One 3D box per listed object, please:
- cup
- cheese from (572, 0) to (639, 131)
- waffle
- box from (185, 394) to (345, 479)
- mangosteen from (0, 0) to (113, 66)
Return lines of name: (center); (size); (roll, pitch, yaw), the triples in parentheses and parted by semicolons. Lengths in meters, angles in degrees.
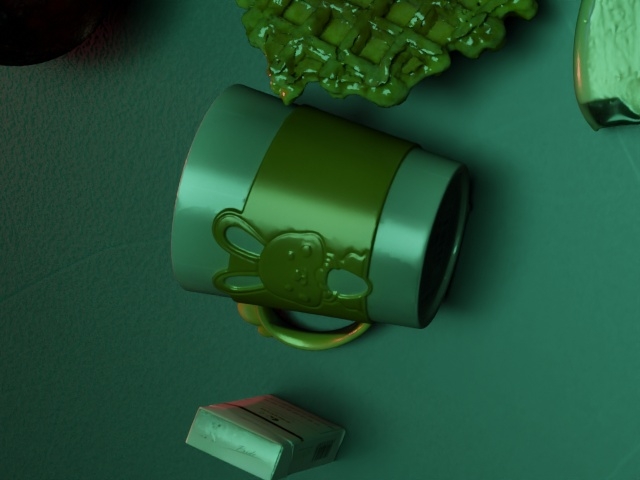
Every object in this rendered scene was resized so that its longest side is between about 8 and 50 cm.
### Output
cup: (0.000, 0.000, 1.641); (0.226, 0.185, 0.241); (14, 130, 15)
cheese: (0.262, -0.218, 1.573); (0.127, 0.054, 0.252); (-6, 90, 23)
waffle: (0.050, -0.239, 1.620); (0.291, 0.051, 0.291); (-4, 66, 9)
box: (-0.045, 0.169, 1.661); (0.084, 0.154, 0.040); (25, 99, 19)
mangosteen: (-0.265, -0.263, 1.709); (0.216, 0.216, 0.216); (1, 93, 22)
